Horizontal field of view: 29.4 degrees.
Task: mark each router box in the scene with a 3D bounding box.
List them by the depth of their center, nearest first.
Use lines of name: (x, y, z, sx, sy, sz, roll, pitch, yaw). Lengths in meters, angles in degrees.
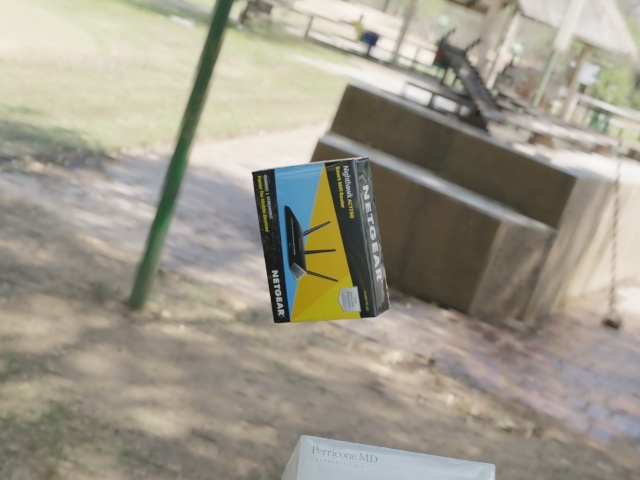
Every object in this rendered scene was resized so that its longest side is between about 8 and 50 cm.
router box: (0.000, 0.000, 1.380, 0.133, 0.179, 0.046, -6, 7, 26)

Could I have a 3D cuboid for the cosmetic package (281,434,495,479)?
cosmetic package: (0.066, 0.352, 1.324, 0.224, 0.138, 0.225, 10, 55, -8)
